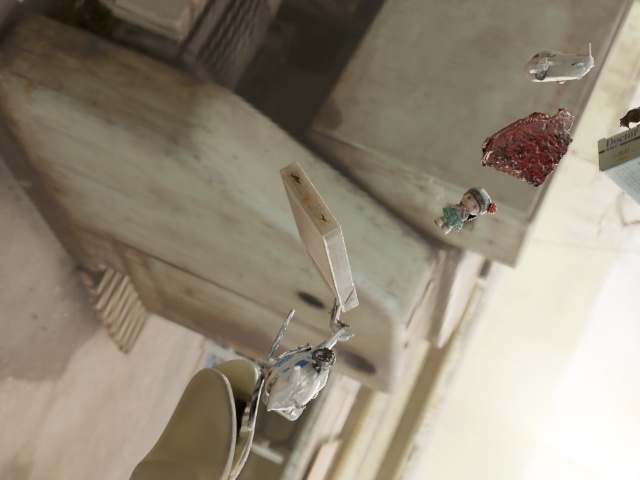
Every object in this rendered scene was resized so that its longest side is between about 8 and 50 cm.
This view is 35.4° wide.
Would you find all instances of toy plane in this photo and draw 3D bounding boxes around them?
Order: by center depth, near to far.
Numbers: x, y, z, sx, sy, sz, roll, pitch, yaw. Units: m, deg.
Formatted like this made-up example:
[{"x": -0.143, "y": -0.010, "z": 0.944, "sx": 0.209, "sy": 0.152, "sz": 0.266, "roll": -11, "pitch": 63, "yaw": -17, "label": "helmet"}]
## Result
[{"x": -0.015, "y": 0.196, "z": 1.555, "sx": 0.273, "sy": 0.107, "sz": 0.182, "roll": -3, "pitch": 113, "yaw": -66, "label": "toy plane"}, {"x": 0.565, "y": -0.416, "z": 2.380, "sx": 0.174, "sy": 0.174, "sz": 0.080, "roll": -13, "pitch": 99, "yaw": -76, "label": "toy plane"}]

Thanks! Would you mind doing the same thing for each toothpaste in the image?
[{"x": 0.551, "y": -0.072, "z": 1.569, "sx": 0.089, "sy": 0.313, "sz": 0.071, "roll": -22, "pitch": -130, "yaw": 39, "label": "toothpaste"}]

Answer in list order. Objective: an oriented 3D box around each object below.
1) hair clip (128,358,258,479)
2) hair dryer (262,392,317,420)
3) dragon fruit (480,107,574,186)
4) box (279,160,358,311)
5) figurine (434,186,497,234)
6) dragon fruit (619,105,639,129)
[{"x": -0.209, "y": 0.344, "z": 1.821, "sx": 0.113, "sy": 0.173, "sz": 0.282, "roll": 31, "pitch": 78, "yaw": -63, "label": "hair clip"}, {"x": -0.048, "y": 0.328, "z": 2.078, "sx": 0.137, "sy": 0.082, "sz": 0.047, "roll": -24, "pitch": -142, "yaw": 41, "label": "hair dryer"}, {"x": 0.282, "y": -0.138, "z": 1.375, "sx": 0.131, "sy": 0.097, "sz": 0.063, "roll": -50, "pitch": -171, "yaw": -17, "label": "dragon fruit"}, {"x": 0.001, "y": 0.000, "z": 2.269, "sx": 0.051, "sy": 0.204, "sz": 0.365, "roll": -29, "pitch": 150, "yaw": -8, "label": "box"}, {"x": 0.254, "y": -0.049, "z": 1.760, "sx": 0.106, "sy": 0.060, "sz": 0.047, "roll": -35, "pitch": 163, "yaw": 13, "label": "figurine"}, {"x": 0.542, "y": -0.095, "z": 1.176, "sx": 0.291, "sy": 0.250, "sz": 0.269, "roll": 2, "pitch": 153, "yaw": -47, "label": "dragon fruit"}]
